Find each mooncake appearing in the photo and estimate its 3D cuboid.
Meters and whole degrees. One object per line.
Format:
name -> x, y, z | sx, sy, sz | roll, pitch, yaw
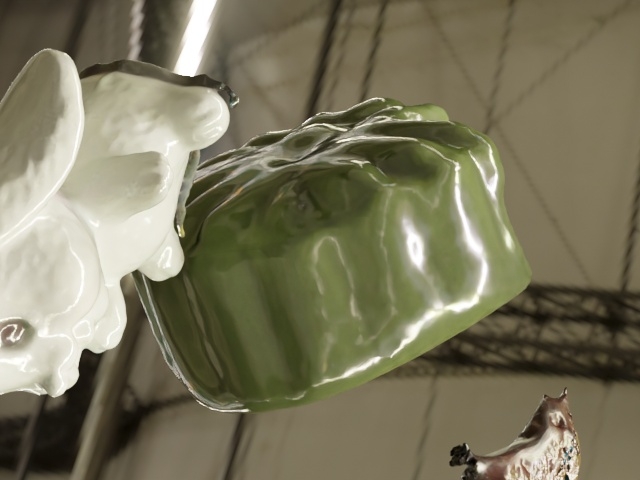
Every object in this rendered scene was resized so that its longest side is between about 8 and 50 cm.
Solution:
mooncake -> 0.000, 0.000, 1.480 | 0.351, 0.187, 0.351 | -20, -162, 7

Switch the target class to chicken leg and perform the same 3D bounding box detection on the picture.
chicken leg -> 0.184, 0.219, 1.590 | 0.063, 0.234, 0.105 | -3, -77, 42

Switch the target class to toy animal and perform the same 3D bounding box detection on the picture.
toy animal -> -0.197, -0.017, 1.209 | 0.249, 0.174, 0.289 | -67, 170, 24
